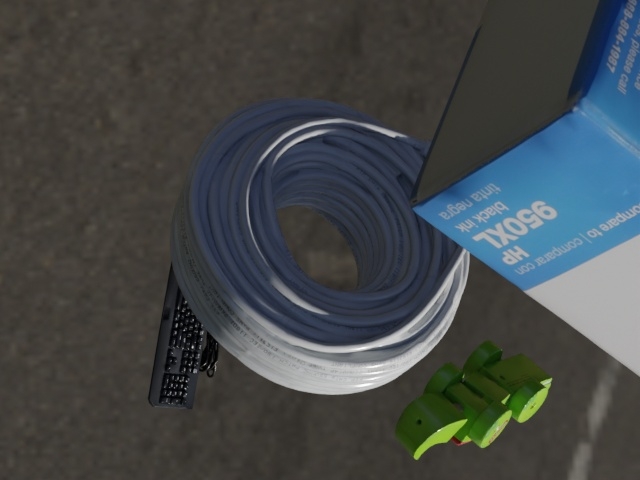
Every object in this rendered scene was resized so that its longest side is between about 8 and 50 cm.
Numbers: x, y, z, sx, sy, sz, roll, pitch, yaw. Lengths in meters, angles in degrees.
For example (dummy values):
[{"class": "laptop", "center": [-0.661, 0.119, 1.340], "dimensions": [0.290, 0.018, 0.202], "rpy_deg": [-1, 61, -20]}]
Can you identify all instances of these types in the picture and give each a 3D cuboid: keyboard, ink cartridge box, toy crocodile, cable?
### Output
[{"class": "keyboard", "center": [-0.123, 0.080, 1.830], "dimensions": [0.100, 0.038, 0.192], "rpy_deg": [10, 90, -59]}, {"class": "ink cartridge box", "center": [0.286, -0.041, 1.110], "dimensions": [0.395, 0.166, 0.285], "rpy_deg": [36, 53, -17]}, {"class": "toy crocodile", "center": [0.223, 0.226, 2.489], "dimensions": [0.340, 0.115, 0.105], "rpy_deg": [-18, 142, -58]}, {"class": "cable", "center": [0.000, 0.000, 1.473], "dimensions": [0.257, 0.089, 0.257], "rpy_deg": [28, 54, -12]}]
